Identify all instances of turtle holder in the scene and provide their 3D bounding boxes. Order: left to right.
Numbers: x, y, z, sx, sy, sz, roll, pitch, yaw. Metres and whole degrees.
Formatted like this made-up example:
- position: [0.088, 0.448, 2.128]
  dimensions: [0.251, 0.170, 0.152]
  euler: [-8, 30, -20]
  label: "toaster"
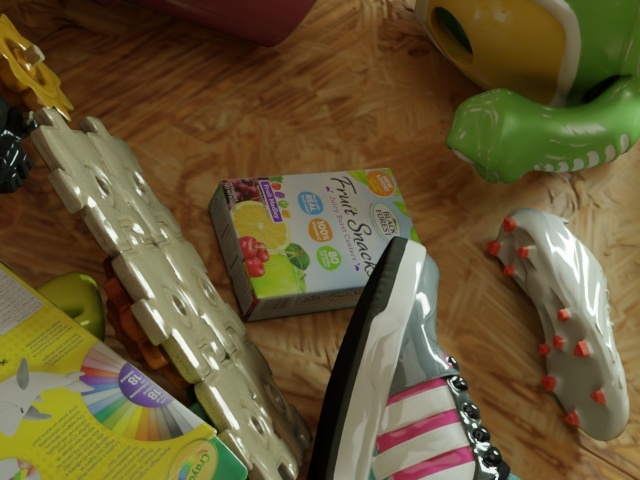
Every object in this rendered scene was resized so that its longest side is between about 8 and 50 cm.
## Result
- position: [0.195, -0.199, 0.901]
  dimensions: [0.227, 0.243, 0.320]
  euler: [12, 93, 3]
  label: "turtle holder"

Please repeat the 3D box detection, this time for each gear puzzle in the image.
- position: [-0.118, 0.006, 0.626]
  dimensions: [0.044, 0.175, 0.339]
  euler: [-33, 90, 6]
  label: "gear puzzle"

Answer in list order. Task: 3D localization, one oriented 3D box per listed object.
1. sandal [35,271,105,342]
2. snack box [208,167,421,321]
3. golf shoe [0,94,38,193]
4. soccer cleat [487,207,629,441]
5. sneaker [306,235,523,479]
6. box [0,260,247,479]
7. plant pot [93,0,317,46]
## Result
- position: [-0.163, 0.163, 0.558]
  dimensions: [0.138, 0.126, 0.317]
  euler: [-4, 51, -22]
  label: "sandal"
- position: [0.000, 0.000, 0.779]
  dimensions: [0.141, 0.037, 0.100]
  euler: [-5, 61, -26]
  label: "snack box"
- position: [-0.270, -0.014, 0.657]
  dimensions: [0.120, 0.105, 0.272]
  euler: [7, 54, 15]
  label: "golf shoe"
- position: [0.194, 0.056, 0.806]
  dimensions: [0.076, 0.068, 0.196]
  euler: [-2, 56, -27]
  label: "soccer cleat"
- position: [0.089, 0.145, 0.660]
  dimensions: [0.178, 0.124, 0.295]
  euler: [16, 61, -6]
  label: "sneaker"
- position: [-0.133, 0.095, 0.518]
  dimensions: [0.179, 0.043, 0.105]
  euler: [34, 51, 18]
  label: "box"
- position: [-0.085, -0.248, 0.828]
  dimensions: [0.180, 0.201, 0.201]
  euler: [28, 50, -23]
  label: "plant pot"
